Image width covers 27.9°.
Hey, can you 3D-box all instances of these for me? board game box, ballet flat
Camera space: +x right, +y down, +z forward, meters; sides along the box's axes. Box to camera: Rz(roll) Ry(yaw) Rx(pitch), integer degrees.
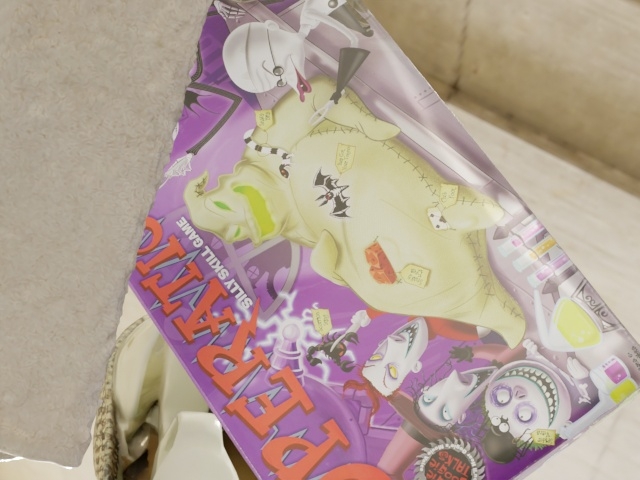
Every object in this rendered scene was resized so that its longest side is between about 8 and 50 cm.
[{"bbox_3d":[0.000,0.000,0.729,0.208,0.347,0.056,-37,-18,1],"label":"board game box"},{"bbox_3d":[-0.078,0.161,0.850,0.483,0.164,0.182,-97,5,-50],"label":"ballet flat"}]

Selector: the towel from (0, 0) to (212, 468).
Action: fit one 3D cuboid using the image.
[{"bbox_3d":[-0.152,-0.047,0.525,0.049,0.187,0.282,-132,59,-69],"label":"towel"}]
